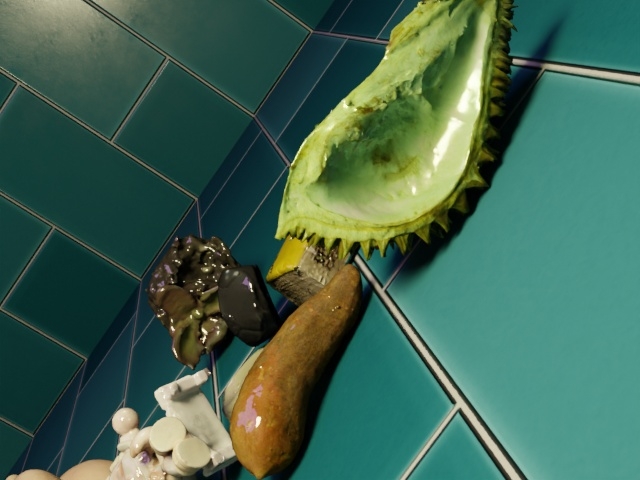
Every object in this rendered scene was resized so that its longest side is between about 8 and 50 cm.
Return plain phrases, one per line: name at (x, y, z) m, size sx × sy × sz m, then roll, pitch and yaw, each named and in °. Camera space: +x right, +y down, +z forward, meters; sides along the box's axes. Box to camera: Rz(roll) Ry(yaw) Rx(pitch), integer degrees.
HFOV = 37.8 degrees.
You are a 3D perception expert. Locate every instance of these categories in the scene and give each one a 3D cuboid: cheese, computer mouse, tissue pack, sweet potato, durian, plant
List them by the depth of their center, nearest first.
durian at (0.103, -0.133, 1.081) m, size 0.394 × 0.198 × 0.163 m, roll -55°, pitch 13°, yaw -2°
sweet potato at (-0.031, 0.149, 1.116) m, size 0.097 × 0.097 × 0.292 m, roll -33°, pitch 26°, yaw 56°
cheese at (-0.071, 0.168, 1.302) m, size 0.192 × 0.037 × 0.097 m, roll -52°, pitch 16°, yaw 19°
computer mouse at (-0.105, 0.093, 1.339) m, size 0.073 × 0.122 × 0.217 m, roll -21°, pitch -3°, yaw 0°
tissue pack at (0.000, 0.000, 1.347) m, size 0.169 × 0.082 × 0.120 m, roll -63°, pitch 14°, yaw -23°
plant at (-0.217, 0.091, 1.659) m, size 0.204 × 0.178 × 0.234 m, roll -55°, pitch 9°, yaw 1°

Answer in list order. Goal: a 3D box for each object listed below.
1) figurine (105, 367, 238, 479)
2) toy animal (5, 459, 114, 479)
figurine at (-0.215, 0.299, 1.263) m, size 0.256 × 0.182 × 0.144 m, roll -47°, pitch 2°, yaw 38°
toy animal at (-0.378, 0.422, 1.376) m, size 0.210 × 0.221 × 0.229 m, roll -43°, pitch 20°, yaw 30°
